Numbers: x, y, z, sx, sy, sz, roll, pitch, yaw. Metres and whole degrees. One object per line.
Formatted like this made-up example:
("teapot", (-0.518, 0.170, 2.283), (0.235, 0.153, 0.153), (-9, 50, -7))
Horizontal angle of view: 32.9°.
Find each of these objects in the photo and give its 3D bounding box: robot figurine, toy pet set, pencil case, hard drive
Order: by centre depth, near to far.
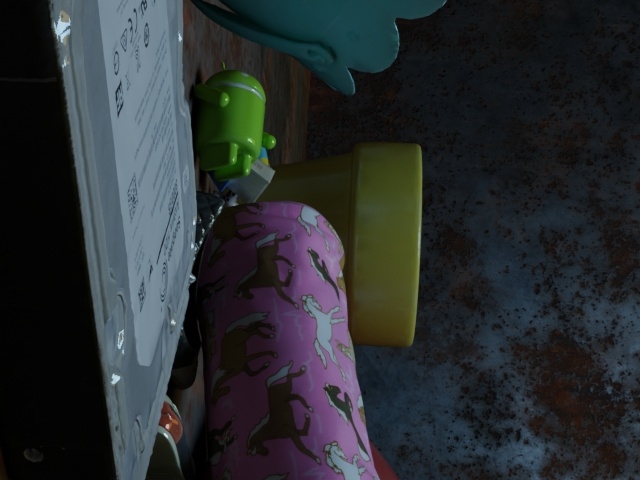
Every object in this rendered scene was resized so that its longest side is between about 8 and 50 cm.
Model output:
("hard drive", (-0.115, -0.047, 0.553), (0.237, 0.064, 0.339), (-84, 177, -54))
("pencil case", (-0.028, 0.133, 0.970), (0.167, 0.160, 0.386), (96, -13, -45))
("robot figurine", (-0.089, -0.118, 1.073), (0.101, 0.067, 0.115), (37, 50, -49))
("toy pet set", (-0.107, -0.045, 1.139), (0.114, 0.065, 0.122), (-51, -171, 20))

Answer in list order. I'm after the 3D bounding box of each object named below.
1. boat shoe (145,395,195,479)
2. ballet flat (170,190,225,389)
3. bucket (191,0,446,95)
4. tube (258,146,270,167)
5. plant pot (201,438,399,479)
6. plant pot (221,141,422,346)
("boat shoe", (-0.123, 0.180, 0.858), (0.043, 0.049, 0.137), (-88, 175, -52))
("ballet flat", (-0.111, 0.044, 0.928), (0.057, 0.049, 0.173), (-66, 160, -84))
("bucket", (0.009, -0.261, 0.755), (0.281, 0.183, 0.281), (-52, -164, 21))
("tube", (-0.087, -0.060, 1.600), (0.080, 0.052, 0.207), (117, -29, -72))
("plant pot", (-0.022, 0.309, 1.177), (0.243, 0.274, 0.275), (-108, -162, -69))
("plant pot", (0.000, 0.000, 1.341), (0.254, 0.238, 0.254), (3, 90, -88))
